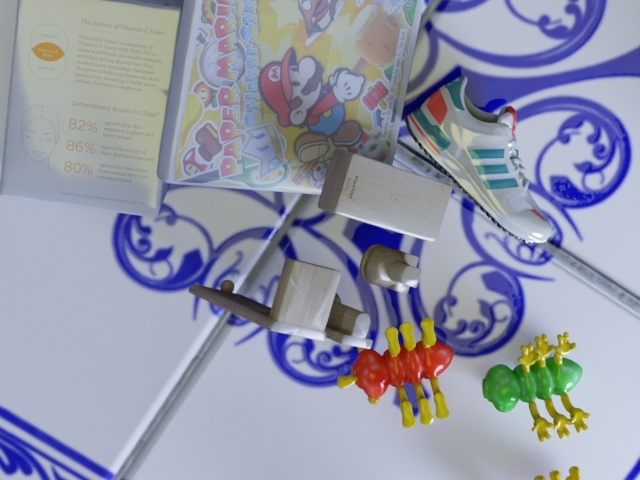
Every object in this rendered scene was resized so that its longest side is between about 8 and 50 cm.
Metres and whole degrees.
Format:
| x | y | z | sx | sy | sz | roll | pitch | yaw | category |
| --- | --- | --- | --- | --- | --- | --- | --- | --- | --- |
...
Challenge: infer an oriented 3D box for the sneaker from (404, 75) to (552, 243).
| x | y | z | sx | sy | sz | roll | pitch | yaw | category |
| --- | --- | --- | --- | --- | --- | --- | --- | --- | --- |
| 0.148 | -0.068 | 1.247 | 0.161 | 0.057 | 0.075 | 44 | 104 | -7 | sneaker |

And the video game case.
| x | y | z | sx | sy | sz | roll | pitch | yaw | category |
| --- | --- | --- | --- | --- | --- | --- | --- | --- | --- |
| -0.017 | -0.150 | 1.196 | 0.206 | 0.026 | 0.227 | 3 | 105 | -30 | video game case |

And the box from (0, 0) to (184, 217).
| x | y | z | sx | sy | sz | roll | pitch | yaw | category |
| --- | --- | --- | --- | --- | --- | --- | --- | --- | --- |
| -0.181 | -0.117 | 1.212 | 0.130 | 0.091 | 0.170 | 8 | 103 | -3 | box |

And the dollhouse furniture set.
| x | y | z | sx | sy | sz | roll | pitch | yaw | category |
| --- | --- | --- | --- | --- | --- | --- | --- | --- | --- |
| 0.000 | 0.000 | 1.250 | 0.144 | 0.123 | 0.151 | 15 | 92 | -39 | dollhouse furniture set |

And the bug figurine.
| x | y | z | sx | sy | sz | roll | pitch | yaw | category |
| --- | --- | --- | --- | --- | --- | --- | --- | --- | --- |
| 0.133 | 0.192 | 1.299 | 0.216 | 0.072 | 0.279 | -9 | 98 | -5 | bug figurine |
